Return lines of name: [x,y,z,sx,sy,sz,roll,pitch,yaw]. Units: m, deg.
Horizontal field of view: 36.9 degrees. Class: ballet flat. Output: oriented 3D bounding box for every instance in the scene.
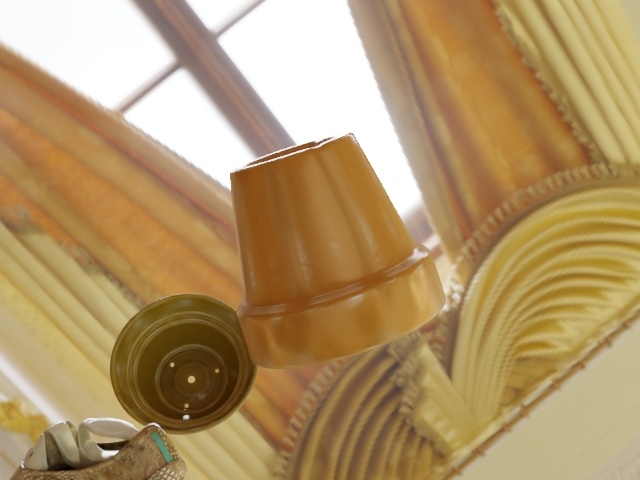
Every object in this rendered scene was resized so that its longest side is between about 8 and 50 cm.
ballet flat: [-0.199,0.183,0.815,0.206,0.067,0.073,-12,-170,31]

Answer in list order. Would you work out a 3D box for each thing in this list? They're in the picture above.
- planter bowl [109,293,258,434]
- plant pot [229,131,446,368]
planter bowl: [-0.198,0.196,1.433,0.217,0.217,0.090,-45,161,-20]
plant pot: [0.000,0.000,0.945,0.205,0.187,0.205,-17,-171,3]
